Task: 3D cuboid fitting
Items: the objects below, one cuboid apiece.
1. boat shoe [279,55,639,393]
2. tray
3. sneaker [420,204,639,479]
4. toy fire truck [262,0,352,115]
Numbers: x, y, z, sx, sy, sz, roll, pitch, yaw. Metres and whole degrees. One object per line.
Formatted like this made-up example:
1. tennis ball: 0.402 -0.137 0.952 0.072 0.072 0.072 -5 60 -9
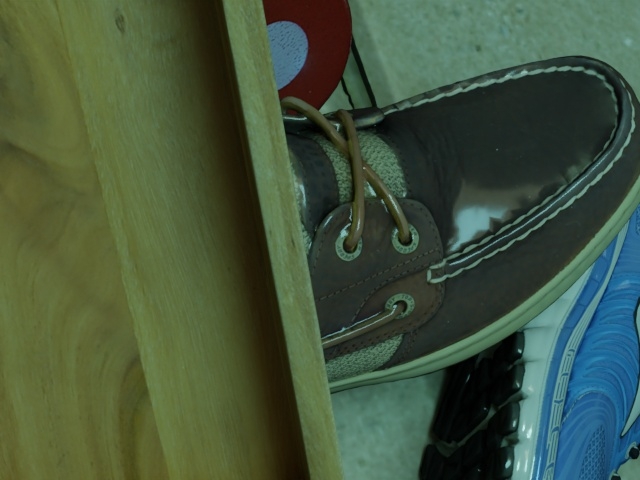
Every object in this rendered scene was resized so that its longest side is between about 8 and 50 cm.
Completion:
1. boat shoe: 0.000 0.000 0.580 0.342 0.123 0.123 -25 61 0
2. tray: -0.118 -0.044 0.453 0.203 0.076 0.410 -11 112 -5
3. sneaker: 0.152 0.082 0.664 0.147 0.130 0.330 22 68 -8
4. toy fire truck: -0.142 -0.123 0.570 0.254 0.302 0.169 -33 47 -15
